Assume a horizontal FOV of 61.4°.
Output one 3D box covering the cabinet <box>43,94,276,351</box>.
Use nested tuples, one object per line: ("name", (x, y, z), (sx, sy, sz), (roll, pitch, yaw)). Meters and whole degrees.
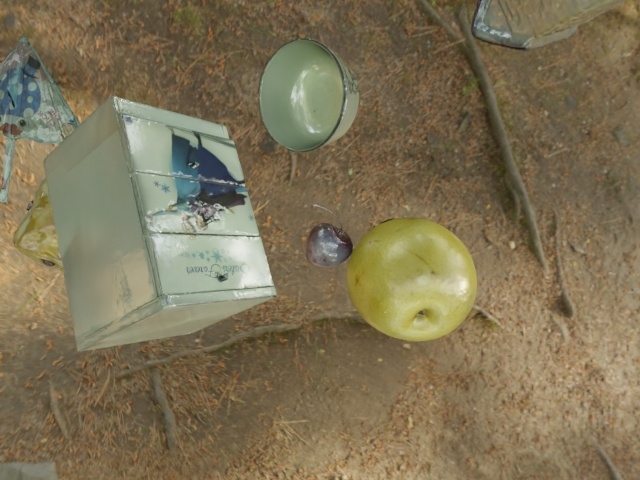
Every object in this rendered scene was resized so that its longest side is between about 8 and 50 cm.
("cabinet", (-0.166, -0.014, 0.558), (0.145, 0.150, 0.206), (2, 68, -54))

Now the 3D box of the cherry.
("cherry", (-0.004, 0.001, 1.470), (0.188, 0.148, 0.115), (30, 65, -29))

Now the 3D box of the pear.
("pear", (0.242, 0.100, 1.459), (0.348, 0.348, 0.349), (4, 80, -21))

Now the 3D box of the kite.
("kite", (-0.666, -0.262, 1.167), (0.405, 0.014, 0.369), (9, 92, 12))

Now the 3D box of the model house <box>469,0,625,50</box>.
("model house", (0.356, -0.482, 0.897), (0.243, 0.284, 0.299), (-27, 92, -35))

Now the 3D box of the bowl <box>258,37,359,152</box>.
("bowl", (-0.009, -0.280, 1.058), (0.112, 0.211, 0.212), (-14, 86, -53))

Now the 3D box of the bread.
("bread", (-0.498, -0.034, 1.304), (0.369, 0.191, 0.314), (33, 80, -27))
